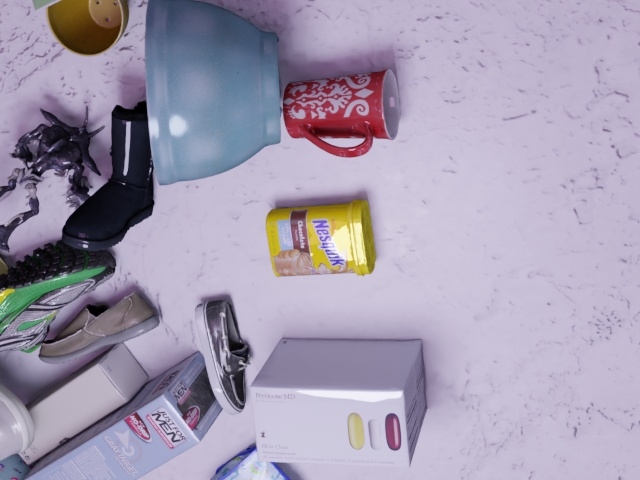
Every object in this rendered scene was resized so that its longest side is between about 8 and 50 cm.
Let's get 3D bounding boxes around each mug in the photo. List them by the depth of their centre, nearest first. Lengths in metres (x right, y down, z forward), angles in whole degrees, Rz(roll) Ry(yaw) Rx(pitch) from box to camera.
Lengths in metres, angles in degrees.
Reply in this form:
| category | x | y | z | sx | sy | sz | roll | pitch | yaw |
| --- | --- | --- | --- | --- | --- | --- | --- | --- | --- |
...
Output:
| category | x | y | z | sx | sy | sz | roll | pitch | yaw |
| --- | --- | --- | --- | --- | --- | --- | --- | --- | --- |
| mug | 0.028 | -0.206 | 1.608 | 0.169 | 0.150 | 0.113 | 0 | 116 | 18 |

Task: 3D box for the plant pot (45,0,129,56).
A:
| category | x | y | z | sx | sy | sz | roll | pitch | yaw |
| --- | --- | --- | --- | --- | --- | --- | --- | --- | --- |
| plant pot | -0.369 | -0.378 | 1.667 | 0.134 | 0.095 | 0.134 | 4 | 110 | 12 |

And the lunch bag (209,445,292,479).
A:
| category | x | y | z | sx | sy | sz | roll | pitch | yaw |
| --- | --- | --- | --- | --- | --- | --- | --- | --- | --- |
| lunch bag | -0.124 | 0.464 | 1.905 | 0.129 | 0.096 | 0.151 | 48 | 122 | -5 |

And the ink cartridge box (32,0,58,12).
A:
| category | x | y | z | sx | sy | sz | roll | pitch | yaw |
| --- | --- | --- | --- | --- | --- | --- | --- | --- | --- |
| ink cartridge box | -0.403 | -0.496 | 1.613 | 0.171 | 0.056 | 0.235 | -20 | 82 | 19 |

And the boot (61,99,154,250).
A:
| category | x | y | z | sx | sy | sz | roll | pitch | yaw |
| --- | --- | --- | --- | --- | --- | --- | --- | --- | --- |
| boot | -0.341 | -0.114 | 1.676 | 0.094 | 0.246 | 0.207 | 16 | 115 | 15 |

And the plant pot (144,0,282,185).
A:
| category | x | y | z | sx | sy | sz | roll | pitch | yaw |
| --- | --- | --- | --- | --- | --- | --- | --- | --- | --- |
| plant pot | -0.159 | -0.234 | 1.583 | 0.196 | 0.293 | 0.293 | -2 | 109 | -3 |

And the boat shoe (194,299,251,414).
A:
| category | x | y | z | sx | sy | sz | roll | pitch | yaw |
| --- | --- | --- | --- | --- | --- | --- | --- | --- | --- |
| boat shoe | -0.165 | 0.213 | 1.836 | 0.070 | 0.078 | 0.219 | -11 | 104 | 18 |

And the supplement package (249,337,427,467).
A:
| category | x | y | z | sx | sy | sz | roll | pitch | yaw |
| --- | --- | --- | --- | --- | --- | --- | --- | --- | --- |
| supplement package | 0.036 | 0.273 | 1.739 | 0.261 | 0.204 | 0.145 | -1 | 108 | 15 |

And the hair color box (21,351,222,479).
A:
| category | x | y | z | sx | sy | sz | roll | pitch | yaw |
| --- | --- | --- | --- | --- | --- | --- | --- | --- | --- |
| hair color box | -0.361 | 0.370 | 1.879 | 0.374 | 0.185 | 0.114 | -33 | 98 | 22 |

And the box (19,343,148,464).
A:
| category | x | y | z | sx | sy | sz | roll | pitch | yaw |
| --- | --- | --- | --- | --- | --- | --- | --- | --- | --- |
| box | -0.468 | 0.310 | 1.926 | 0.275 | 0.113 | 0.094 | -33 | 98 | 23 |

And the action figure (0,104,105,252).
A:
| category | x | y | z | sx | sy | sz | roll | pitch | yaw |
| --- | --- | --- | --- | --- | --- | --- | --- | --- | --- |
| action figure | -0.485 | -0.117 | 1.770 | 0.275 | 0.141 | 0.164 | -41 | 87 | -4 |

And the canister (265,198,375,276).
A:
| category | x | y | z | sx | sy | sz | roll | pitch | yaw |
| --- | --- | --- | --- | --- | --- | --- | --- | --- | --- |
| canister | 0.000 | 0.000 | 1.724 | 0.169 | 0.073 | 0.126 | -4 | 108 | 16 |

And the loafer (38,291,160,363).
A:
| category | x | y | z | sx | sy | sz | roll | pitch | yaw |
| --- | --- | --- | --- | --- | --- | --- | --- | --- | --- |
| loafer | -0.418 | 0.160 | 1.881 | 0.251 | 0.094 | 0.087 | -20 | 92 | 15 |

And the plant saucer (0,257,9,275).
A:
| category | x | y | z | sx | sy | sz | roll | pitch | yaw |
| --- | --- | --- | --- | --- | --- | --- | --- | --- | --- |
| plant saucer | -0.678 | 0.096 | 1.941 | 0.240 | 0.037 | 0.241 | 5 | 110 | 13 |

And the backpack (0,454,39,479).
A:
| category | x | y | z | sx | sy | sz | roll | pitch | yaw |
| --- | --- | --- | --- | --- | --- | --- | --- | --- | --- |
| backpack | -0.632 | 0.503 | 1.958 | 0.225 | 0.253 | 0.191 | 28 | 109 | 7 |

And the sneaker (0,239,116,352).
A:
| category | x | y | z | sx | sy | sz | roll | pitch | yaw |
| --- | --- | --- | --- | --- | --- | --- | --- | --- | --- |
| sneaker | -0.522 | 0.113 | 1.854 | 0.343 | 0.134 | 0.146 | -26 | 120 | 6 |

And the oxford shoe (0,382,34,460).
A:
| category | x | y | z | sx | sy | sz | roll | pitch | yaw |
| --- | --- | --- | --- | --- | --- | --- | --- | --- | --- |
| oxford shoe | -0.722 | 0.283 | 1.901 | 0.449 | 0.130 | 0.169 | 26 | 128 | 31 |
